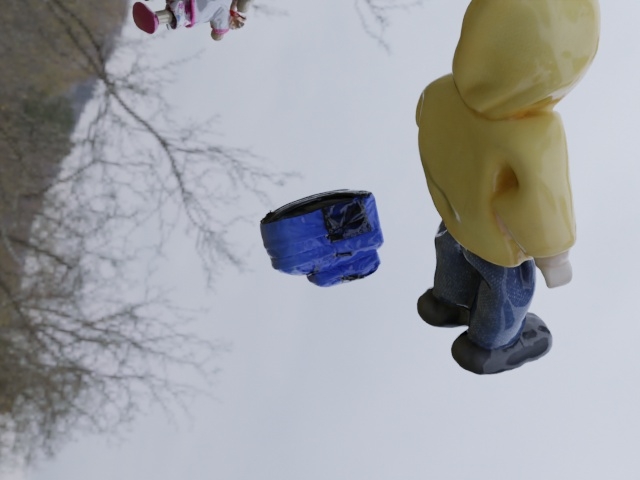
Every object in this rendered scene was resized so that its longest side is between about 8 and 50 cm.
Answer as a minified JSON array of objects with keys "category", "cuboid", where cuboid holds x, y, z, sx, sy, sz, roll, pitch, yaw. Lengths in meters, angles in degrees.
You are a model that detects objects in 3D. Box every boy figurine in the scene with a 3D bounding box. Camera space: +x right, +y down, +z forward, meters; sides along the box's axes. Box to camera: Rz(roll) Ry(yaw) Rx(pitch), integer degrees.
[{"category":"boy figurine","cuboid":[0.118,-0.051,0.642,0.177,0.092,0.285,-127,-149,-50]}]

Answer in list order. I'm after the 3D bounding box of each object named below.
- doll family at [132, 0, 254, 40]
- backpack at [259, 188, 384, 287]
[{"category":"doll family","cuboid":[-0.076,-0.293,0.807,0.118,0.163,0.263,23,-54,42]},{"category":"backpack","cuboid":[0.000,0.000,1.000,0.098,0.120,0.101,169,-92,-80]}]
